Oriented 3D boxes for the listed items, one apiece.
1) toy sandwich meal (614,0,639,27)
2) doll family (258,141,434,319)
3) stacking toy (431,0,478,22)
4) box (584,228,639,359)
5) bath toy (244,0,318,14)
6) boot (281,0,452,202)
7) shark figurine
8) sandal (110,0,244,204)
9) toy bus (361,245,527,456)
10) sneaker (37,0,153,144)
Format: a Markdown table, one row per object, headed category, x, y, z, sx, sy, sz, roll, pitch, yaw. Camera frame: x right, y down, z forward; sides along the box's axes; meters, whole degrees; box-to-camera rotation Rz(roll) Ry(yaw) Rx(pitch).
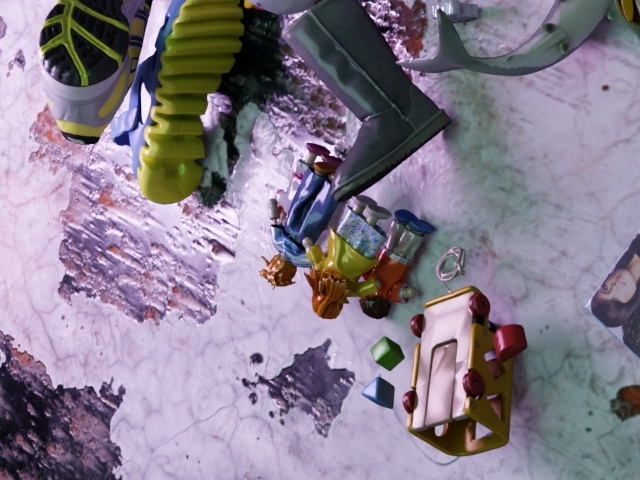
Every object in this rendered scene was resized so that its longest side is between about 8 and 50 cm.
| category | x | y | z | sx | sy | sz | roll | pitch | yaw |
| --- | --- | --- | --- | --- | --- | --- | --- | --- | --- |
| toy sandwich meal | 0.344 | -0.256 | 1.499 | 0.086 | 0.029 | 0.085 | 0 | 90 | 9 |
| doll family | 0.000 | 0.000 | 1.749 | 0.263 | 0.118 | 0.163 | 39 | 113 | 35 |
| stacking toy | 0.097 | -0.337 | 1.728 | 0.221 | 0.052 | 0.166 | -2 | 87 | 44 |
| box | 0.379 | 0.005 | 1.459 | 0.100 | 0.060 | 0.244 | 46 | 117 | 32 |
| bath toy | -0.122 | -0.417 | 1.864 | 0.348 | 0.129 | 0.151 | 56 | 143 | 28 |
| boot | 0.028 | -0.170 | 1.679 | 0.208 | 0.190 | 0.076 | 51 | 157 | 2 |
| shark figurine | 0.234 | -0.224 | 1.551 | 0.166 | 0.278 | 0.116 | 52 | 166 | -3 |
| sandal | -0.206 | -0.216 | 1.940 | 0.138 | 0.126 | 0.317 | 33 | 108 | 41 |
| toy bus | 0.164 | 0.140 | 1.611 | 0.202 | 0.104 | 0.191 | -53 | 34 | 4 |
| sneaker | -0.302 | -0.282 | 1.923 | 0.384 | 0.145 | 0.147 | -78 | 0 | -49 |
